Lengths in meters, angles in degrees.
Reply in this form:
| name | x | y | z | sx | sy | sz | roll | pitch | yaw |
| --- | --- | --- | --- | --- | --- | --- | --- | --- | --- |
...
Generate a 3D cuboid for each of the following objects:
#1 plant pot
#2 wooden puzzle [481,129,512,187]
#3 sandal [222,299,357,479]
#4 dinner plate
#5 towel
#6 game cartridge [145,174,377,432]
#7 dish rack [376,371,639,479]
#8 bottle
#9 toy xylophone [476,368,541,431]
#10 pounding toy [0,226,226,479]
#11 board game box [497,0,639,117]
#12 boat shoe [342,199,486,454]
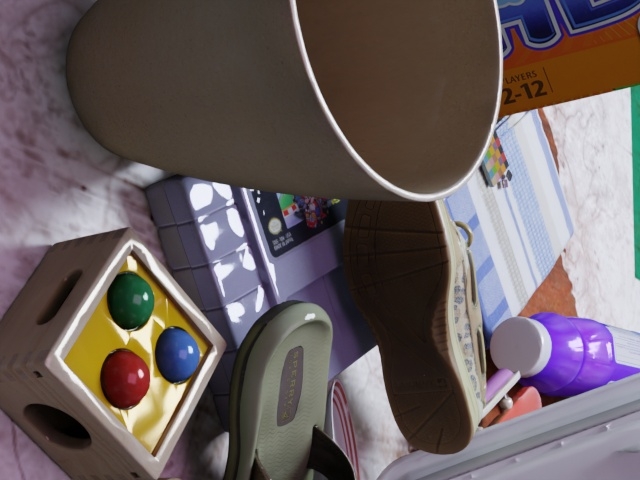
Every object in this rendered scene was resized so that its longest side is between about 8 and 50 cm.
| name | x | y | z | sx | sy | sz | roll | pitch | yaw |
| --- | --- | --- | --- | --- | --- | --- | --- | --- | --- |
| plant pot | -0.049 | -0.139 | 0.884 | 0.256 | 0.274 | 0.256 | 13 | 74 | -51 |
| wooden puzzle | 0.197 | -0.093 | 1.377 | 0.049 | 0.006 | 0.083 | -49 | 123 | -45 |
| sandal | -0.018 | 0.195 | 0.956 | 0.120 | 0.086 | 0.302 | -30 | 130 | -48 |
| dinner plate | 0.018 | 0.194 | 1.078 | 0.141 | 0.017 | 0.141 | -9 | 90 | -83 |
| towel | 0.218 | -0.030 | 1.430 | 0.285 | 0.034 | 0.209 | -45 | 119 | -47 |
| game cartridge | 0.000 | 0.000 | 1.107 | 0.355 | 0.068 | 0.230 | -30 | 110 | -52 |
| dish rack | 0.239 | 0.299 | 1.134 | 0.072 | 0.333 | 0.285 | -101 | 170 | -79 |
| bottle | 0.297 | 0.139 | 1.422 | 0.283 | 0.118 | 0.092 | 16 | 68 | -50 |
| toy xylophone | 0.210 | 0.286 | 1.297 | 0.236 | 0.081 | 0.322 | -43 | 116 | -50 |
| pounding toy | -0.138 | 0.129 | 0.854 | 0.206 | 0.094 | 0.181 | 54 | 43 | -30 |
| board game box | 0.230 | -0.366 | 1.253 | 0.356 | 0.357 | 0.356 | -47 | 119 | -48 |
| boat shoe | 0.093 | 0.051 | 1.099 | 0.089 | 0.105 | 0.285 | -38 | 122 | -56 |
